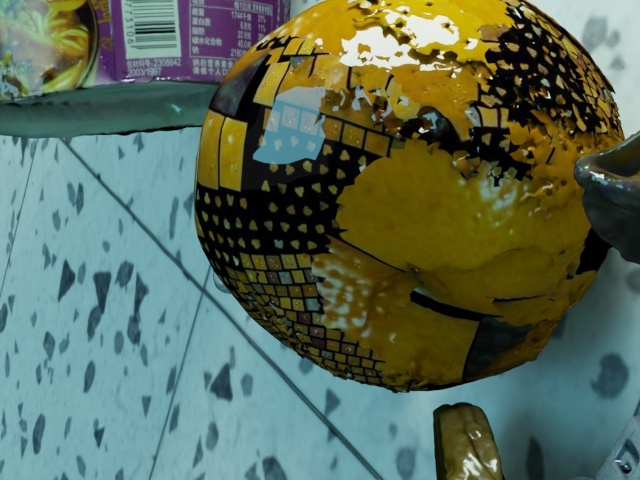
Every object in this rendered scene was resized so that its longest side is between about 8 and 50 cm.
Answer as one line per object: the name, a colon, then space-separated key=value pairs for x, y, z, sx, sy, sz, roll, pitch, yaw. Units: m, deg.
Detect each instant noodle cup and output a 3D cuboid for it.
instant noodle cup: x=-0.158 y=-0.225 z=1.010 sx=0.340 sy=0.339 sz=0.266 roll=-7 pitch=88 yaw=58

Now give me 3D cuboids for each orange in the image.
orange: x=0.046 y=-0.030 z=0.694 sx=0.234 sy=0.234 sz=0.182 roll=-49 pitch=26 yaw=42

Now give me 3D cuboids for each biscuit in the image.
biscuit: x=0.085 y=0.190 z=0.643 sx=0.290 sy=0.041 sz=0.208 roll=-90 pitch=-6 yaw=-63

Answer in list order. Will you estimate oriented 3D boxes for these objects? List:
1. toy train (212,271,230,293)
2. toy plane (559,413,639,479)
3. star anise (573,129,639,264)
toy train: x=0.000 y=0.000 z=0.897 sx=0.219 sy=0.089 sz=0.127 roll=34 pitch=102 yaw=56
toy plane: x=0.171 y=0.105 z=0.591 sx=0.212 sy=0.088 sz=0.267 roll=-101 pitch=31 yaw=-70
star anise: x=0.209 y=-0.007 z=0.514 sx=0.214 sy=0.099 sz=0.220 roll=6 pitch=65 yaw=30
